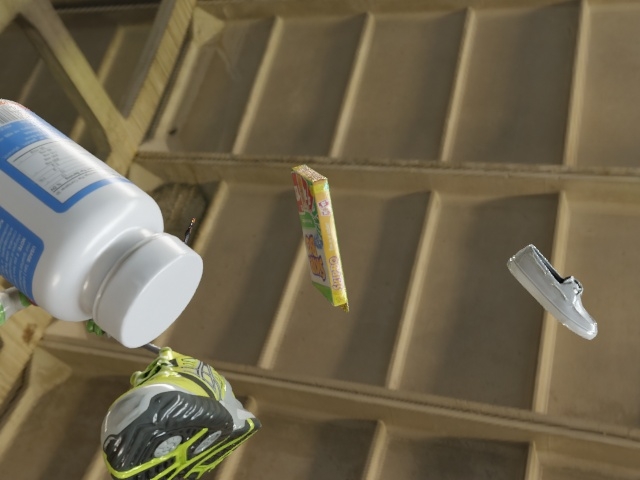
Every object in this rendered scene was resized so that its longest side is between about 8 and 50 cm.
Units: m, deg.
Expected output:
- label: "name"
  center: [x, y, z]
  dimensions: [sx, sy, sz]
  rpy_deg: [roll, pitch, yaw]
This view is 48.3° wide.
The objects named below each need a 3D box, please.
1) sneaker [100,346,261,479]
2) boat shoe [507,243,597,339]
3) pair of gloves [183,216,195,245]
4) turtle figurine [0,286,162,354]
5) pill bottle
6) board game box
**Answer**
- label: "sneaker"
  center: [-0.186, 0.208, 0.854]
  dimensions: [0.145, 0.384, 0.147]
  rpy_deg: [-39, -104, -8]
- label: "boat shoe"
  center: [0.393, 0.082, 1.170]
  dimensions: [0.184, 0.066, 0.063]
  rpy_deg: [47, -66, 11]
- label: "pair of gloves"
  center: [-0.256, -0.006, 1.358]
  dimensions: [0.010, 0.083, 0.074]
  rpy_deg: [20, -82, -9]
- label: "turtle figurine"
  center: [-0.360, 0.045, 1.029]
  dimensions: [0.266, 0.197, 0.274]
  rpy_deg: [-14, -124, -5]
- label: "pill bottle"
  center: [-0.210, -0.011, 0.586]
  dimensions: [0.222, 0.124, 0.124]
  rpy_deg: [35, -112, 15]
- label: "board game box"
  center: [0.000, 0.000, 1.297]
  dimensions: [0.039, 0.259, 0.124]
  rpy_deg: [-18, -158, -14]
